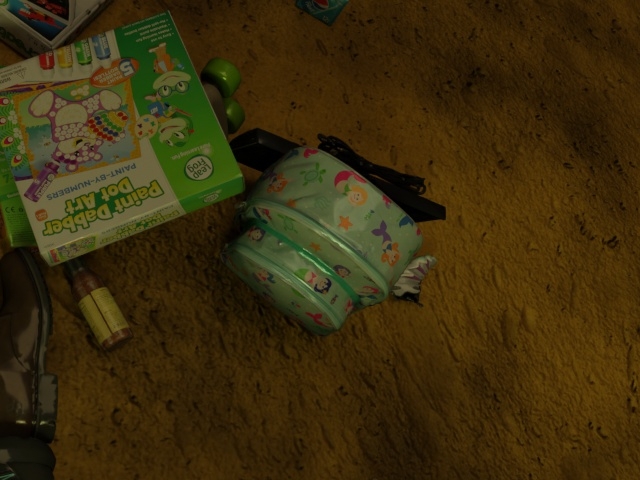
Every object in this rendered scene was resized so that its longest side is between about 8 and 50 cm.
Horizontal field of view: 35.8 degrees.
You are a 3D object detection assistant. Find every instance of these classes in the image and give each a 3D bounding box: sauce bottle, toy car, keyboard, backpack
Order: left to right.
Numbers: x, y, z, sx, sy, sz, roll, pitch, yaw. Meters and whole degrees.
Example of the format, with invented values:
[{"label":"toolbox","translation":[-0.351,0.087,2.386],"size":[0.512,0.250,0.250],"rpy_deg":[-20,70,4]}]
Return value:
[{"label":"sauce bottle","translation":[-0.267,0.069,1.172],"size":[0.042,0.042,0.128],"rpy_deg":[-20,75,-38]},{"label":"toy car","translation":[-0.219,-0.171,1.317],"size":[0.188,0.149,0.155],"rpy_deg":[23,60,14]},{"label":"backpack","translation":[0.000,0.000,1.242],"size":[0.225,0.253,0.191],"rpy_deg":[38,69,-7]},{"label":"keyboard","translation":[0.040,-0.087,1.336],"size":[0.317,0.201,0.033],"rpy_deg":[20,77,-30]}]

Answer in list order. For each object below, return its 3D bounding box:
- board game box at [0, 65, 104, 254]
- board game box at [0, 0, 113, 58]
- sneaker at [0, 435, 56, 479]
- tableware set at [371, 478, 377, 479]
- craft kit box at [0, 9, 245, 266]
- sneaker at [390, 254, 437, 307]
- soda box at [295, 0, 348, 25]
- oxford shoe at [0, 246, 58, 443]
[{"label":"board game box","translation":[-0.354,-0.105,1.232],"size":[0.124,0.039,0.260],"rpy_deg":[-5,67,-34]},{"label":"board game box","translation":[-0.442,-0.387,1.341],"size":[0.305,0.053,0.193],"rpy_deg":[36,49,-7]},{"label":"sneaker","translation":[-0.379,0.250,0.945],"size":[0.267,0.101,0.106],"rpy_deg":[2,55,-30]},{"label":"tableware set","translation":[0.081,0.387,1.187],"size":[0.128,0.039,0.194],"rpy_deg":[24,52,-17]},{"label":"craft kit box","translation":[-0.251,-0.126,1.184],"size":[0.249,0.061,0.247],"rpy_deg":[-23,75,-10]},{"label":"sneaker","translation":[0.137,0.063,1.429],"size":[0.098,0.038,0.069],"rpy_deg":[-18,73,-28]},{"label":"soda box","translation":[0.027,-0.462,1.667],"size":[0.071,0.067,0.210],"rpy_deg":[28,51,-13]},{"label":"oxford shoe","translation":[-0.341,0.107,1.077],"size":[0.096,0.083,0.227],"rpy_deg":[3,59,-25]}]
